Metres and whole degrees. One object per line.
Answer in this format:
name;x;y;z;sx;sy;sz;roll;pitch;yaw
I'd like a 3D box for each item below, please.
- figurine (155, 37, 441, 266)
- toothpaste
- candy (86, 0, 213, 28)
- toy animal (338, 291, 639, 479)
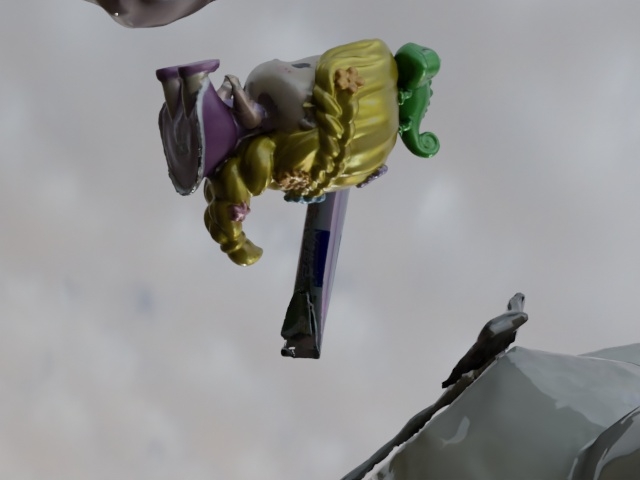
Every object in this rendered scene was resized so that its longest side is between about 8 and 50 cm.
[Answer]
figurine;-0.004;-0.050;0.758;0.095;0.156;0.115;24;-57;60
toothpaste;0.000;0.000;0.980;0.045;0.028;0.170;-1;-104;49
candy;-0.024;-0.196;0.423;0.157;0.214;0.289;41;-40;17
toy animal;0.069;0.122;0.479;0.154;0.208;0.325;45;2;8
